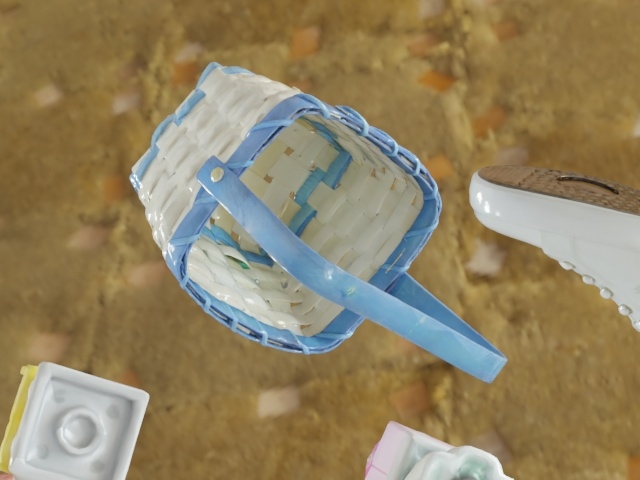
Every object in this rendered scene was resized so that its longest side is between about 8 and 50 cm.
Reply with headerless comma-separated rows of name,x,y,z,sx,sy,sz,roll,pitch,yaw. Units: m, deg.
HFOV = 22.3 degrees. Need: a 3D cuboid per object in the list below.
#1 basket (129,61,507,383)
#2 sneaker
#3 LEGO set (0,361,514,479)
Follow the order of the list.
basket,0.000,0.000,1.304,0.201,0.255,0.289,-55,-137,2
sneaker,0.230,0.036,1.109,0.290,0.123,0.106,18,-164,-2
LEGO set,-0.106,0.043,0.360,0.132,0.287,0.107,-62,-167,-14
